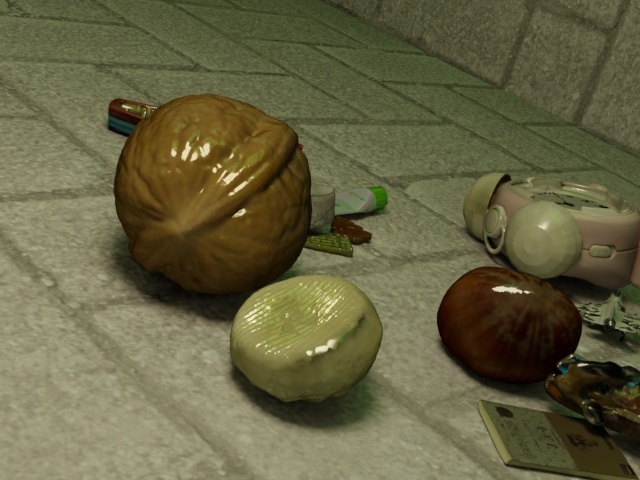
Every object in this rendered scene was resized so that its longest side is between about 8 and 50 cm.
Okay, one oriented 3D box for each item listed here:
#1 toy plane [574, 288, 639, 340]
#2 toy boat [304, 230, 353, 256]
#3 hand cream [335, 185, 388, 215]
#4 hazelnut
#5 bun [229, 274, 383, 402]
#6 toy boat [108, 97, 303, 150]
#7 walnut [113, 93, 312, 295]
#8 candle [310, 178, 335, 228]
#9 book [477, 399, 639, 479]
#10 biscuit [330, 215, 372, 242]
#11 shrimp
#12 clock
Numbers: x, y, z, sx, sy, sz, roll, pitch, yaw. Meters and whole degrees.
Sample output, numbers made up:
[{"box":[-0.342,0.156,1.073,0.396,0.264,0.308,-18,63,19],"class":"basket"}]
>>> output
[{"box":[0.530,0.134,1.837,0.160,0.082,0.234,14,5,17],"class":"toy plane"},{"box":[0.000,0.000,1.803,0.115,0.016,0.063,12,22,-14],"class":"toy boat"},{"box":[0.015,-0.069,1.956,0.275,0.050,0.079,-9,7,-41],"class":"hand cream"},{"box":[0.285,0.119,1.523,0.212,0.181,0.181,17,23,0],"class":"hazelnut"},{"box":[-0.016,0.142,1.333,0.222,0.127,0.222,-10,32,6],"class":"bun"},{"box":[-0.233,-0.207,2.030,0.392,0.079,0.136,16,20,-4],"class":"toy boat"},{"box":[-0.157,-0.064,1.490,0.332,0.333,0.333,15,22,-6],"class":"walnut"},{"box":[-0.077,-0.070,1.817,0.192,0.068,0.168,16,28,26],"class":"candle"},{"box":[0.325,0.278,1.399,0.198,0.016,0.138,12,23,-15],"class":"book"},{"box":[0.049,-0.019,1.886,0.082,0.016,0.092,-1,27,-29],"class":"biscuit"},{"box":[0.541,0.258,1.492,0.445,0.110,0.221,21,19,-14],"class":"shrimp"},{"box":[0.473,-0.024,2.003,0.325,0.184,0.342,8,11,-20],"class":"clock"}]
